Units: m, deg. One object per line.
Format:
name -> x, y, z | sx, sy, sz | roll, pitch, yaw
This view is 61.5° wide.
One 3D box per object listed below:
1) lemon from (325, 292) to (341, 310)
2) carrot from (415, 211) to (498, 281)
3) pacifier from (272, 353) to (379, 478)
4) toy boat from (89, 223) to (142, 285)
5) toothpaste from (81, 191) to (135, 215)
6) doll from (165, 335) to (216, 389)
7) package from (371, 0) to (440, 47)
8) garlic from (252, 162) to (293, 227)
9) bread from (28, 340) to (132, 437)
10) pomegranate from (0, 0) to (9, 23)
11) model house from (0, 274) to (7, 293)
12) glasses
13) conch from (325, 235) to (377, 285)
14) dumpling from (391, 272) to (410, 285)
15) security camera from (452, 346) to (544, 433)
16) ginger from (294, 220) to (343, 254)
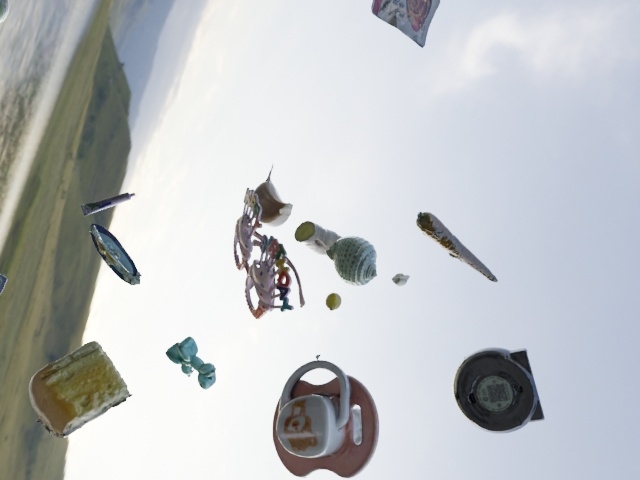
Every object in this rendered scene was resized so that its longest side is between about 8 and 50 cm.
lemon -> 0.049, 0.233, 2.046 | 0.062, 0.062, 0.083 | -40, -154, 44
carrot -> 0.301, 0.019, 1.175 | 0.049, 0.254, 0.049 | -47, -163, 19
pacifier -> 0.018, 0.456, 1.326 | 0.332, 0.273, 0.220 | -19, -153, 37
toy boat -> -0.566, 0.029, 1.476 | 0.067, 0.220, 0.291 | -37, -176, -21
toothpaste -> -0.684, -0.123, 1.742 | 0.045, 0.170, 0.028 | 60, -20, 25
doll -> -0.353, 0.347, 1.512 | 0.159, 0.158, 0.059 | -22, -167, 46
package -> 0.244, -0.666, 1.525 | 0.030, 0.239, 0.154 | 28, -80, 51
garlic -> -0.153, -0.126, 1.633 | 0.128, 0.091, 0.198 | -46, -136, 27
bread -> -0.594, 0.351, 1.291 | 0.204, 0.162, 0.262 | -34, -161, -32
pomegranate -> -0.658, -0.441, 1.012 | 0.161, 0.122, 0.122 | -51, -146, 28
model house -> -0.732, 0.089, 1.019 | 0.194, 0.211, 0.170 | -17, -85, 15
glasses -> -0.083, 0.026, 0.924 | 0.255, 0.096, 0.162 | 62, -31, 34
conch -> 0.114, 0.063, 1.875 | 0.172, 0.200, 0.131 | -60, 178, -7
dumpling -> 0.287, 0.135, 1.895 | 0.059, 0.077, 0.043 | -32, -143, 26
security camera -> 0.435, 0.355, 1.350 | 0.191, 0.277, 0.196 | -16, -98, 16
ginger -> 0.000, 0.000, 2.125 | 0.117, 0.263, 0.109 | 19, -93, 38
